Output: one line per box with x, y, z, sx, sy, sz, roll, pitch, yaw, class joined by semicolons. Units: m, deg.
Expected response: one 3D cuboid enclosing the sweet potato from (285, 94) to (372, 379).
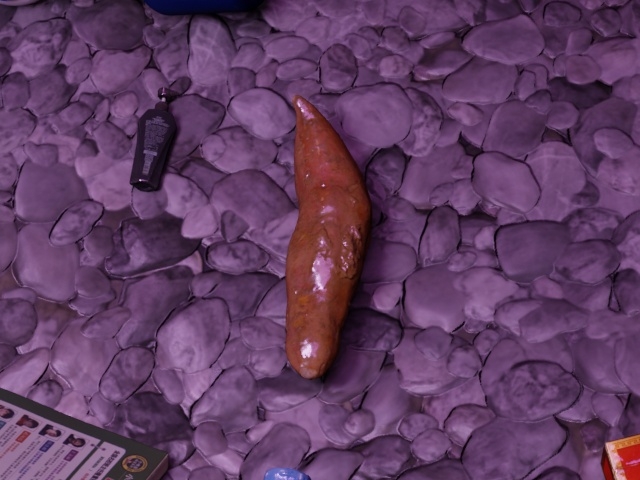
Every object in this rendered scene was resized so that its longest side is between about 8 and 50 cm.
0.011;0.001;1.942;0.106;0.095;0.354;21;57;-35;sweet potato

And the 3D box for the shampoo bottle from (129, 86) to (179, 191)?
-0.201;-0.124;2.066;0.048;0.027;0.137;11;63;-3;shampoo bottle

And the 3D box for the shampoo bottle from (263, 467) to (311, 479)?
-0.056;0.362;1.769;0.104;0.061;0.258;6;62;8;shampoo bottle

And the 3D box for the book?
-0.324;0.247;1.824;0.264;0.027;0.202;19;34;15;book

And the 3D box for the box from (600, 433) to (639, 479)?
0.396;0.307;1.752;0.153;0.074;0.239;-16;62;1;box

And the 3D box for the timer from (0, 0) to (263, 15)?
-0.274;-0.384;2.114;0.384;0.270;0.270;-10;60;16;timer
